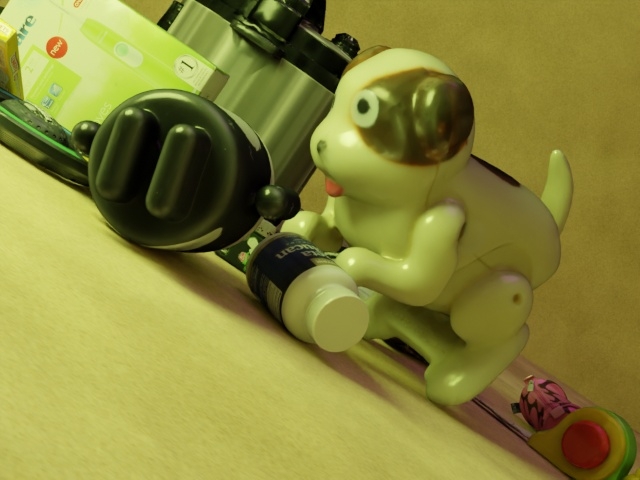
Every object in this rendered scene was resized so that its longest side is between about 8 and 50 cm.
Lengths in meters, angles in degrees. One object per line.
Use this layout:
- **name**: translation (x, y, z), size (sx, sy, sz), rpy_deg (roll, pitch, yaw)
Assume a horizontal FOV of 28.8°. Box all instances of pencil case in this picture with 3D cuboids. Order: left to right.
- **pencil case**: translation (0.376, 0.282, 2.012), size (0.209, 0.095, 0.098), rpy_deg (-129, -162, -84)

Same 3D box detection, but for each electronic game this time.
- **electronic game**: translation (-0.337, -0.133, 1.461), size (0.229, 0.048, 0.229), rpy_deg (34, 4, -3)

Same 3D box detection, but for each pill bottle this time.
- **pill bottle**: translation (-0.013, 0.061, 1.427), size (0.094, 0.094, 0.169), rpy_deg (32, 5, -34)

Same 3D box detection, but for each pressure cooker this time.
- **pressure cooker**: translation (-0.122, -0.270, 2.189), size (0.375, 0.420, 0.370), rpy_deg (30, 6, -40)

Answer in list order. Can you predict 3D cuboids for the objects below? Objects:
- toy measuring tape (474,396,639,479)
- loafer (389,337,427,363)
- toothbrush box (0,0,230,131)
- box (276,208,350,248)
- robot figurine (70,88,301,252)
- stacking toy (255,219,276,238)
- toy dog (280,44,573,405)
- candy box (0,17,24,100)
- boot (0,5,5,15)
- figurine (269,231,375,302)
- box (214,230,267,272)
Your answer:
- **toy measuring tape**: translation (0.358, 0.269, 1.849), size (0.330, 0.121, 0.121), rpy_deg (37, 5, 34)
- **loafer**: translation (0.203, 0.138, 1.990), size (0.130, 0.133, 0.366), rpy_deg (35, 4, 21)
- **toothbrush box**: translation (-0.300, -0.221, 1.687), size (0.283, 0.206, 0.122), rpy_deg (35, 4, 4)
- **box**: translation (0.000, 0.000, 2.526), size (0.324, 0.067, 0.063), rpy_deg (34, 4, 2)
- **robot figurine**: translation (-0.148, -0.075, 1.366), size (0.209, 0.174, 0.278), rpy_deg (58, 8, 9)
- **stacking toy**: translation (-0.188, -0.066, 1.913), size (0.221, 0.052, 0.167), rpy_deg (29, 5, -40)
- **toy dog**: translation (0.145, -0.052, 1.599), size (0.408, 0.395, 0.284), rpy_deg (58, -2, -35)
- **candy box**: translation (-0.417, -0.231, 1.541), size (0.105, 0.027, 0.206), rpy_deg (37, -22, 4)
- **boot**: translation (-0.475, -0.300, 2.154), size (0.236, 0.085, 0.178), rpy_deg (38, 2, 21)
- **figurine**: translation (0.013, 0.045, 2.027), size (0.209, 0.092, 0.215), rpy_deg (26, 6, -6)
- **box**: translation (-0.093, 0.015, 1.654), size (0.083, 0.052, 0.062), rpy_deg (35, 3, -5)
